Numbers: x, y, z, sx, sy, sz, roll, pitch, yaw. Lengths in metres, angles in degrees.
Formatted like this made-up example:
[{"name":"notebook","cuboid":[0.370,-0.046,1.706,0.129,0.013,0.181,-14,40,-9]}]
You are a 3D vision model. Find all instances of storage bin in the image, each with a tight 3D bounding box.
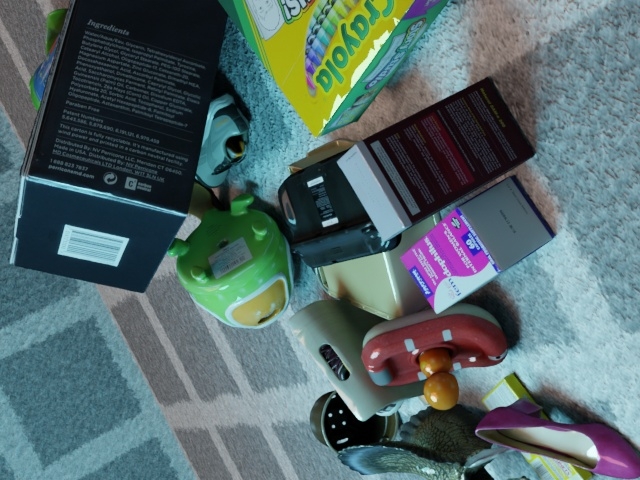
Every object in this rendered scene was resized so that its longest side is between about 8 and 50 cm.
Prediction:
[{"name":"storage bin","cuboid":[0.082,-0.021,1.692,0.260,0.123,0.262,19,132,55]}]

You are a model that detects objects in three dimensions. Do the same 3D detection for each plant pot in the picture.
[{"name":"plant pot","cuboid":[0.059,0.381,2.090,0.167,0.167,0.165,62,161,0]}]

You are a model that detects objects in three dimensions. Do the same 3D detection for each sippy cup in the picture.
[{"name":"sippy cup","cuboid":[-0.563,-0.411,2.383,0.305,0.240,0.224,31,142,-7]}]

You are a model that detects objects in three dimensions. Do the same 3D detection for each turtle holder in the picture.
[{"name":"turtle holder","cuboid":[-0.191,0.058,2.129,0.320,0.243,0.227,14,145,45]}]

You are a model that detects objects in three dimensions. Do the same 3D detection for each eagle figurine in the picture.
[{"name":"eagle figurine","cuboid":[0.205,0.389,1.717,0.298,0.225,0.226,38,171,34]}]

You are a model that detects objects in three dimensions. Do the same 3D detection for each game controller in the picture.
[{"name":"game controller","cuboid":[0.023,-0.047,1.583,0.319,0.067,0.166,-16,87,63]}]

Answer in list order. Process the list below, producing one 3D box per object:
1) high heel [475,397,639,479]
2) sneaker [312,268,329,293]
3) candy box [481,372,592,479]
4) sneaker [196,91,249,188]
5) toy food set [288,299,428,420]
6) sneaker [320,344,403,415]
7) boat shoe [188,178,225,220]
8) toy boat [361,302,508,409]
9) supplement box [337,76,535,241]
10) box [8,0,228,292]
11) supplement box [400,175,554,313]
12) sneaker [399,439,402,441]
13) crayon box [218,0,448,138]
[{"name":"high heel","cuboid":[0.358,0.312,1.497,0.244,0.117,0.082,28,125,39]},{"name":"sneaker","cuboid":[0.000,0.000,1.931,0.222,0.083,0.118,67,173,-26]},{"name":"candy box","cuboid":[0.355,0.324,1.638,0.206,0.027,0.105,53,150,16]},{"name":"sneaker","cuboid":[-0.210,-0.187,2.084,0.108,0.100,0.271,47,151,17]},{"name":"toy food set","cuboid":[0.081,0.219,1.785,0.092,0.306,0.219,-44,69,19]},{"name":"sneaker","cuboid":[0.045,0.228,1.945,0.281,0.106,0.162,42,-173,19]},{"name":"boat shoe","cuboid":[-0.278,-0.095,2.256,0.073,0.073,0.207,65,-176,31]},{"name":"toy boat","cuboid":[0.187,0.199,1.580,0.151,0.231,0.151,62,-167,-54]},{"name":"supplement box","cuboid":[0.157,-0.112,1.333,0.130,0.239,0.073,60,155,4]},{"name":"box","cuboid":[-0.398,-0.206,1.929,0.480,0.297,0.471,134,146,-63]},{"name":"supplement box","cuboid":[0.227,0.011,1.474,0.111,0.114,0.220,57,155,8]},{"name":"sneaker","cuboid":[0.206,0.425,1.965,0.135,0.058,0.052,22,134,51]},{"name":"crayon box","cuboid":[0.014,-0.380,1.418,0.313,0.106,0.363,56,142,14]}]
